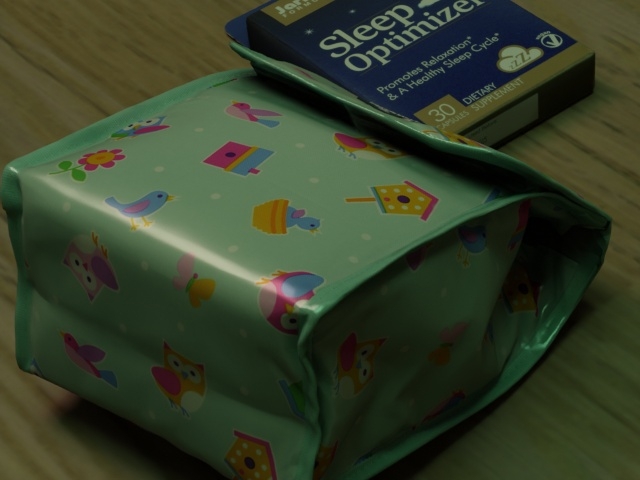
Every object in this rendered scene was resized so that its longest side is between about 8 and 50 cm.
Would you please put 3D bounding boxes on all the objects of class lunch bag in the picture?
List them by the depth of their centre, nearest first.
[{"bbox_3d":[0.000,0.000,1.043,0.223,0.160,0.262,25,39,35],"label":"lunch bag"}]

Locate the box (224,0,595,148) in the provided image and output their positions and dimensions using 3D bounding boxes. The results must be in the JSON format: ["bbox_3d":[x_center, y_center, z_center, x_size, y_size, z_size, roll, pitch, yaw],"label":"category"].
[{"bbox_3d":[0.050,-0.129,1.268,0.136,0.036,0.225,-31,46,-24],"label":"box"}]
